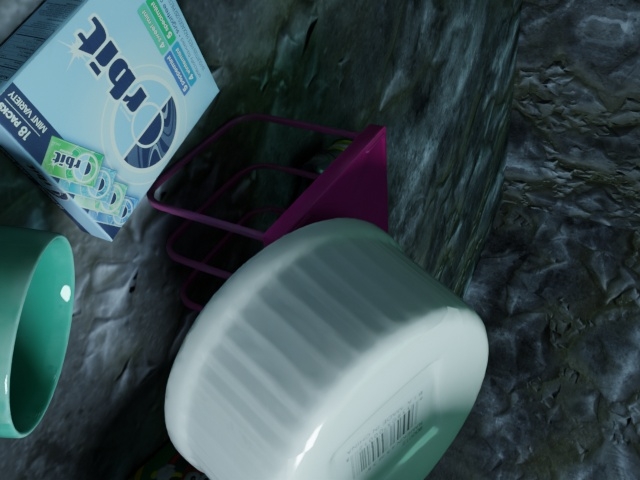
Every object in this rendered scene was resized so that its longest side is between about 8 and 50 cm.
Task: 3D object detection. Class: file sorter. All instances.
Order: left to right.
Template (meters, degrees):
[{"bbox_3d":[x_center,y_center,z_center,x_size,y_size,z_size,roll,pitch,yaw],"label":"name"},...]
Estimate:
[{"bbox_3d":[-0.045,0.028,0.651,0.202,0.182,0.291,-50,146,-39],"label":"file sorter"}]

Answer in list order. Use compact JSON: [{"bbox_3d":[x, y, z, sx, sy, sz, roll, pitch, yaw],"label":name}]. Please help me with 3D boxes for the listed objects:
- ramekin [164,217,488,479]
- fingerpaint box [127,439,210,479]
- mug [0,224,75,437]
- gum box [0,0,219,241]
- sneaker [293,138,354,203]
[{"bbox_3d":[0.020,0.132,0.496,0.277,0.135,0.277,-25,132,-31],"label":"ramekin"},{"bbox_3d":[-0.160,0.480,0.712,0.371,0.163,0.445,-37,135,-55],"label":"fingerpaint box"},{"bbox_3d":[-0.220,0.057,0.342,0.158,0.097,0.130,-109,-151,-69],"label":"mug"},{"bbox_3d":[-0.170,-0.118,0.460,0.184,0.041,0.157,-61,154,-24],"label":"gum box"},{"bbox_3d":[0.000,0.000,0.858,0.121,0.111,0.300,-19,117,-50],"label":"sneaker"}]
